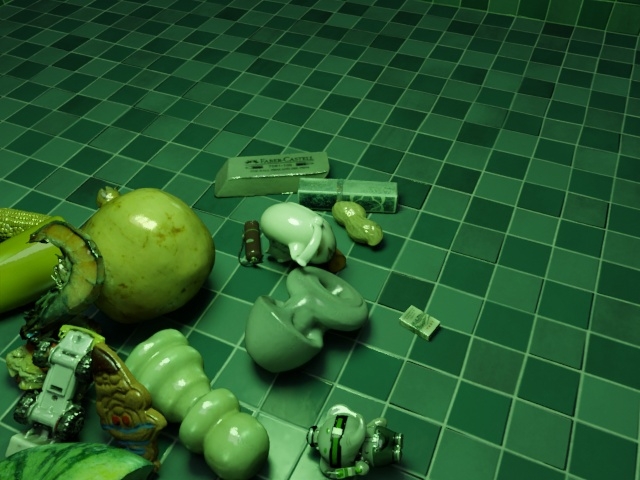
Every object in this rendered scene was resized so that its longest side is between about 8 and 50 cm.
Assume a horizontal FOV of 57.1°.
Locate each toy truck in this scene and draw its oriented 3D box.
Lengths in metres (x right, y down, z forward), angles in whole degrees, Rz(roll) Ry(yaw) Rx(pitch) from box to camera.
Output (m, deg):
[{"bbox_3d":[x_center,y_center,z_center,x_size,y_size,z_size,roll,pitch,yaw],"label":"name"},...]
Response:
[{"bbox_3d":[-0.535,0.320,1.215,0.136,0.111,0.286,18,83,8],"label":"toy truck"}]

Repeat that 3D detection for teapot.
[{"bbox_3d":[-0.058,-0.006,1.456,0.204,0.298,0.139,35,79,-12],"label":"teapot"}]

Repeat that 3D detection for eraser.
[{"bbox_3d":[-0.150,-0.201,1.782,0.352,0.077,0.111,-4,46,-2],"label":"eraser"}]

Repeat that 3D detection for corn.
[{"bbox_3d":[-0.811,-0.031,1.625,0.291,0.101,0.101,11,46,8],"label":"corn"}]

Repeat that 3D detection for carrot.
[{"bbox_3d":[0.000,0.000,1.604,0.057,0.057,0.224,-19,42,-16],"label":"carrot"}]

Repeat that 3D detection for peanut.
[{"bbox_3d":[0.102,-0.048,1.621,0.082,0.082,0.187,-23,49,-20],"label":"peanut"}]

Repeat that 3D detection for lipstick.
[{"bbox_3d":[0.081,-0.131,1.704,0.289,0.077,0.076,2,41,3],"label":"lipstick"}]

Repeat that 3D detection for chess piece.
[{"bbox_3d":[-0.240,0.343,1.185,0.330,0.182,0.182,34,55,24],"label":"chess piece"}]

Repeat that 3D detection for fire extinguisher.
[{"bbox_3d":[-0.190,0.015,1.596,0.078,0.045,0.157,-26,44,16],"label":"fire extinguisher"}]

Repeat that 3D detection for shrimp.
[{"bbox_3d":[-0.583,0.086,1.263,0.222,0.290,0.054,49,17,15],"label":"shrimp"}]

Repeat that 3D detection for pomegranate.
[{"bbox_3d":[-0.427,0.021,1.397,0.342,0.342,0.342,-1,45,1],"label":"pomegranate"}]

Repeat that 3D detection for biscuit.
[{"bbox_3d":[-0.385,0.332,1.159,0.183,0.280,0.043,-20,6,31],"label":"biscuit"}]

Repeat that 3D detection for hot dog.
[{"bbox_3d":[-0.593,0.255,1.331,0.213,0.103,0.146,-34,65,-9],"label":"hot dog"}]

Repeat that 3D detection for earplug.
[{"bbox_3d":[-0.032,0.173,1.356,0.214,0.175,0.325,38,48,27],"label":"earplug"}]

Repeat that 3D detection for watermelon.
[{"bbox_3d":[-0.465,0.469,1.049,0.261,0.213,0.201,5,84,9],"label":"watermelon"}]

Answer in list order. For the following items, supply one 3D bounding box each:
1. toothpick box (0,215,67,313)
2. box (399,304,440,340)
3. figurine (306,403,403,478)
[{"bbox_3d":[-0.734,0.070,1.467,0.271,0.175,0.175,-30,51,-21],"label":"toothpick box"},{"bbox_3d":[0.237,0.197,1.410,0.083,0.024,0.054,30,52,28],"label":"box"},{"bbox_3d":[0.064,0.396,1.155,0.192,0.126,0.147,0,63,19],"label":"figurine"}]
